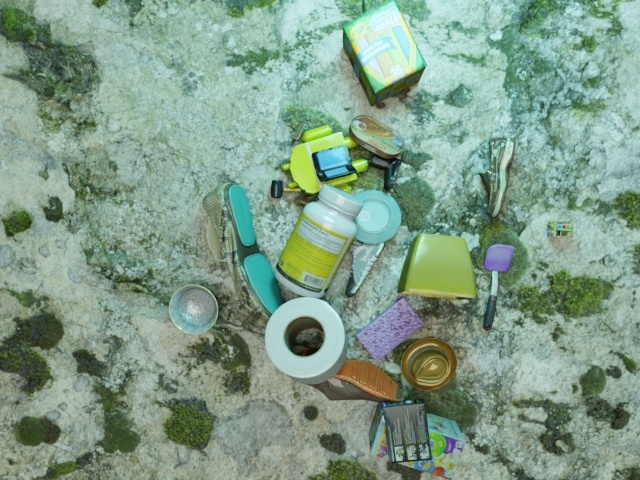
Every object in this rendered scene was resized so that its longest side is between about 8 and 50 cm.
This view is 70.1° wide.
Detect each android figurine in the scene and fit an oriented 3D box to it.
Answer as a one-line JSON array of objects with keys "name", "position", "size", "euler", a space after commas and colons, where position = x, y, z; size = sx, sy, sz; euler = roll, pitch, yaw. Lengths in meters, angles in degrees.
[{"name": "android figurine", "position": [0.013, -0.251, 1.508], "size": [0.272, 0.056, 0.248], "euler": [-20, 90, -2]}]

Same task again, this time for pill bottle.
[{"name": "pill bottle", "position": [0.000, 0.000, 1.453], "size": [0.187, 0.188, 0.334], "euler": [28, 103, 1]}]

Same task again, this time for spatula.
[{"name": "spatula", "position": [0.578, 0.159, 1.525], "size": [0.084, 0.030, 0.297], "euler": [8, 95, 4]}]

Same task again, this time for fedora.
[{"name": "fedora", "position": [0.368, 0.426, 1.534], "size": [0.194, 0.079, 0.195], "euler": [0, 95, 4]}]

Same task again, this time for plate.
[{"name": "plate", "position": [0.173, -0.082, 1.507], "size": [0.188, 0.024, 0.188], "euler": [-1, 75, 2]}]

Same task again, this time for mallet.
[{"name": "mallet", "position": [-0.075, -0.181, 1.544], "size": [0.189, 0.039, 0.062], "euler": [-6, 91, -1]}]

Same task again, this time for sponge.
[{"name": "sponge", "position": [0.236, 0.302, 1.558], "size": [0.210, 0.031, 0.117], "euler": [-40, 91, 5]}]

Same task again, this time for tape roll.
[{"name": "tape roll", "position": [-0.039, 0.318, 1.436], "size": [0.246, 0.169, 0.246], "euler": [-3, 67, 7]}]

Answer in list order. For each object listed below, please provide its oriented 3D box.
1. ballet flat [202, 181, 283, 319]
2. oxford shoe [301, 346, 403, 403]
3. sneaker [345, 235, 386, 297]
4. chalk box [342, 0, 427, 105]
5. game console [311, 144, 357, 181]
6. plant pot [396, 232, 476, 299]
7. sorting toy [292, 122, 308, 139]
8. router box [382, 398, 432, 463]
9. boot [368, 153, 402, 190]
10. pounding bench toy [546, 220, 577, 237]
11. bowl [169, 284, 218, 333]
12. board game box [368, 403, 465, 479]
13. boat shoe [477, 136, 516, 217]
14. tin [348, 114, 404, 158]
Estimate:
[{"name": "ballet flat", "position": [-0.274, 0.051, 1.528], "size": [0.182, 0.164, 0.483], "euler": [-22, 87, 27]}, {"name": "oxford shoe", "position": [0.099, 0.485, 1.550], "size": [0.363, 0.130, 0.133], "euler": [21, 113, 8]}, {"name": "sneaker", "position": [0.111, 0.069, 1.531], "size": [0.132, 0.086, 0.229], "euler": [31, 85, 6]}, {"name": "chalk box", "position": [0.178, -0.604, 1.422], "size": [0.179, 0.180, 0.289], "euler": [-27, 91, 5]}, {"name": "game console", "position": [0.042, -0.246, 1.449], "size": [0.122, 0.107, 0.071], "euler": [-15, 118, -3]}, {"name": "plant pot", "position": [0.369, 0.084, 1.457], "size": [0.212, 0.212, 0.187], "euler": [6, 81, 3]}, {"name": "sorting toy", "position": [-0.065, -0.358, 1.506], "size": [0.012, 0.083, 0.062], "euler": [30, 95, -24]}, {"name": "router box", "position": [0.270, 0.594, 1.426], "size": [0.133, 0.046, 0.179], "euler": [-7, 90, 4]}, {"name": "boot", "position": [0.207, -0.239, 1.513], "size": [0.099, 0.045, 0.121], "euler": [24, 88, -1]}, {"name": "pounding bench toy", "position": [0.775, -0.036, 1.471], "size": [0.065, 0.083, 0.052], "euler": [0, 95, 3]}, {"name": "bowl", "position": [-0.424, 0.229, 1.571], "size": [0.170, 0.080, 0.170], "euler": [0, 94, 4]}, {"name": "board game box", "position": [0.313, 0.658, 1.523], "size": [0.275, 0.144, 0.142], "euler": [17, 95, 3]}, {"name": "boat shoe", "position": [0.558, -0.206, 1.478], "size": [0.095, 0.095, 0.258], "euler": [11, 89, 17]}, {"name": "tin", "position": [0.181, -0.335, 1.486], "size": [0.189, 0.040, 0.106], "euler": [29, 57, -1]}]
